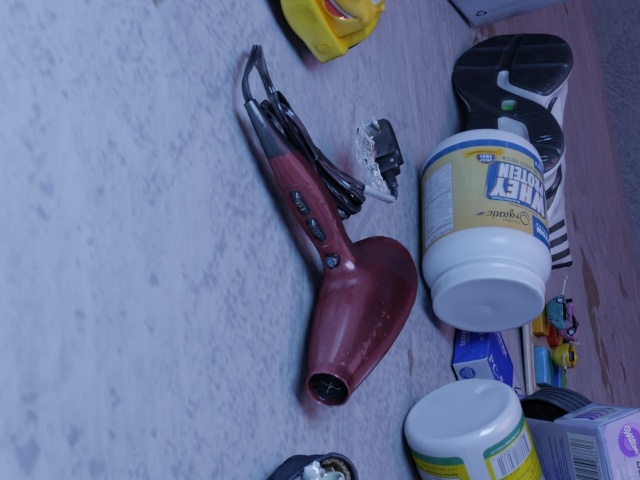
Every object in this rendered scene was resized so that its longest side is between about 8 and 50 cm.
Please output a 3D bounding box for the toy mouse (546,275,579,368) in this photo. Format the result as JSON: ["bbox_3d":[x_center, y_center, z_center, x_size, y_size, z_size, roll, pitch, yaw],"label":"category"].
[{"bbox_3d":[0.370,0.126,1.638,0.161,0.031,0.143,12,72,-65],"label":"toy mouse"}]

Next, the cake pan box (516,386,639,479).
[{"bbox_3d":[0.259,0.292,1.131,0.070,0.246,0.267,-15,92,-28],"label":"cake pan box"}]

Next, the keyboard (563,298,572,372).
[{"bbox_3d":[0.409,0.150,1.829,0.192,0.038,0.100,-53,147,-68],"label":"keyboard"}]

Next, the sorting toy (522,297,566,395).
[{"bbox_3d":[0.349,0.167,1.654,0.193,0.038,0.208,33,48,-60],"label":"sorting toy"}]

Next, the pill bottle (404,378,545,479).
[{"bbox_3d":[0.168,0.253,1.067,0.117,0.117,0.208,-58,131,-60],"label":"pill bottle"}]

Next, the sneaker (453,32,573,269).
[{"bbox_3d":[0.281,-0.113,1.550,0.447,0.169,0.257,-73,158,-52],"label":"sneaker"}]

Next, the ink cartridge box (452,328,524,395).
[{"bbox_3d":[0.218,0.196,1.313,0.097,0.046,0.207,-71,142,-55],"label":"ink cartridge box"}]

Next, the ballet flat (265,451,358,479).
[{"bbox_3d":[-0.023,0.191,0.706,0.203,0.074,0.074,-29,105,-67],"label":"ballet flat"}]

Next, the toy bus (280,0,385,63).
[{"bbox_3d":[0.064,-0.293,0.990,0.149,0.211,0.220,58,30,-42],"label":"toy bus"}]

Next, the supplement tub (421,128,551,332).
[{"bbox_3d":[0.188,-0.011,1.218,0.144,0.144,0.200,50,34,-48],"label":"supplement tub"}]

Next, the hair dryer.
[{"bbox_3d":[0.000,0.000,0.896,0.223,0.080,0.293,20,54,-46],"label":"hair dryer"}]

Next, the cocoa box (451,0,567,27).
[{"bbox_3d":[0.342,-0.499,1.581,0.231,0.347,0.228,21,58,-64],"label":"cocoa box"}]
